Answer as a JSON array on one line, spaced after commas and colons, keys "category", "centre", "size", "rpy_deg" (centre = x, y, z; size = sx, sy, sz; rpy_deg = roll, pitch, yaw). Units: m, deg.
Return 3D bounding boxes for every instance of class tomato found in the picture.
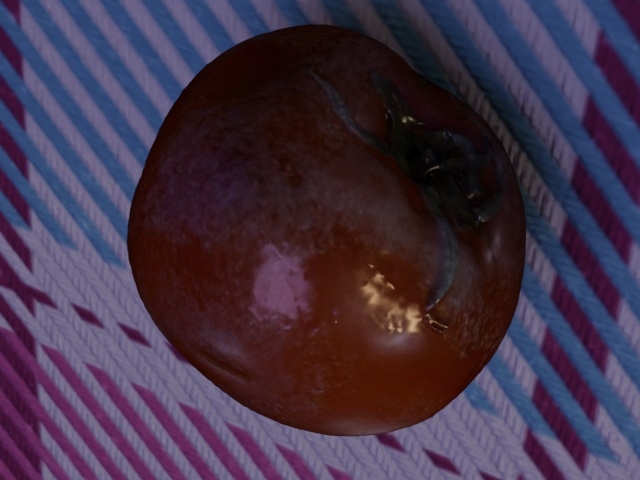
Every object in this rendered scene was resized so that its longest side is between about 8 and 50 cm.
[{"category": "tomato", "centre": [-0.003, -0.002, 0.924], "size": [0.232, 0.232, 0.188], "rpy_deg": [47, 126, -2]}]
